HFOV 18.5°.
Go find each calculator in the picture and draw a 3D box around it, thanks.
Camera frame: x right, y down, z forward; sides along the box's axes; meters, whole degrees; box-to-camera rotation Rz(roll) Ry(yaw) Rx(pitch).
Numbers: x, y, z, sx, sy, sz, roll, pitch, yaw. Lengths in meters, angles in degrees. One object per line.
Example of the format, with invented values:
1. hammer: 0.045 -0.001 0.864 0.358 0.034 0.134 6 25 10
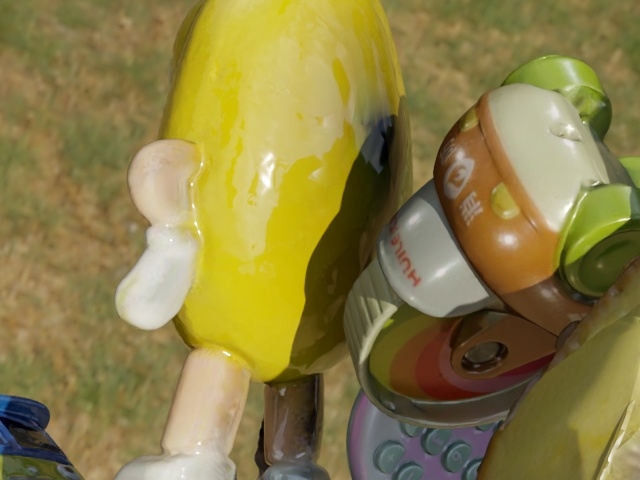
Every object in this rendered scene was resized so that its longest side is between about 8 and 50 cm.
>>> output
1. calculator: 0.135 0.159 1.331 0.299 0.185 0.041 37 -4 -34

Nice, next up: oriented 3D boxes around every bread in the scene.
1. bread: 0.199 0.087 0.939 0.163 0.262 0.204 40 12 -28

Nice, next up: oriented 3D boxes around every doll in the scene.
1. doll: -0.017 0.026 1.290 0.161 0.348 0.423 5 55 35

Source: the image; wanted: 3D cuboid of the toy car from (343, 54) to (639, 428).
1. toy car: 0.112 0.029 1.152 0.235 0.235 0.145 7 42 -24

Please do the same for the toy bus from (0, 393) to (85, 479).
1. toy bus: -0.292 0.275 1.527 0.138 0.287 0.175 13 24 -42
